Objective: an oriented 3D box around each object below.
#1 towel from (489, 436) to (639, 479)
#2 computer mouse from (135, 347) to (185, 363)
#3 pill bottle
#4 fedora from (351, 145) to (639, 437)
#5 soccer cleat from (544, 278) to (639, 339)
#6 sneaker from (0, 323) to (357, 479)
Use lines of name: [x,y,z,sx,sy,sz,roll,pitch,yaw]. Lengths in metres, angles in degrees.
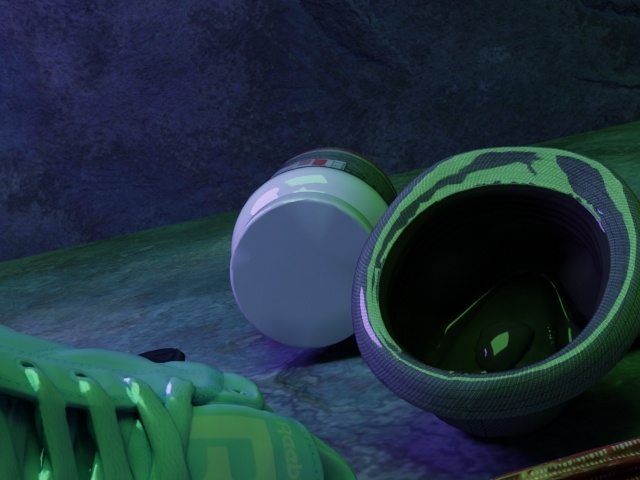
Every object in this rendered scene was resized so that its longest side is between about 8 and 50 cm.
towel: [0.018,0.168,0.419,0.329,0.037,0.237,-13,-28,-10]
computer mouse: [-0.229,0.190,0.881,0.184,0.060,0.262,-16,14,11]
pill bottle: [0.000,0.000,1.184,0.210,0.210,0.363,-11,10,7]
fedora: [0.155,0.056,0.782,0.244,0.124,0.275,-1,46,20]
soccer cleat: [0.203,0.072,0.883,0.248,0.095,0.083,-12,10,-4]
sneaker: [-0.084,0.093,0.399,0.150,0.135,0.366,-16,-20,16]
